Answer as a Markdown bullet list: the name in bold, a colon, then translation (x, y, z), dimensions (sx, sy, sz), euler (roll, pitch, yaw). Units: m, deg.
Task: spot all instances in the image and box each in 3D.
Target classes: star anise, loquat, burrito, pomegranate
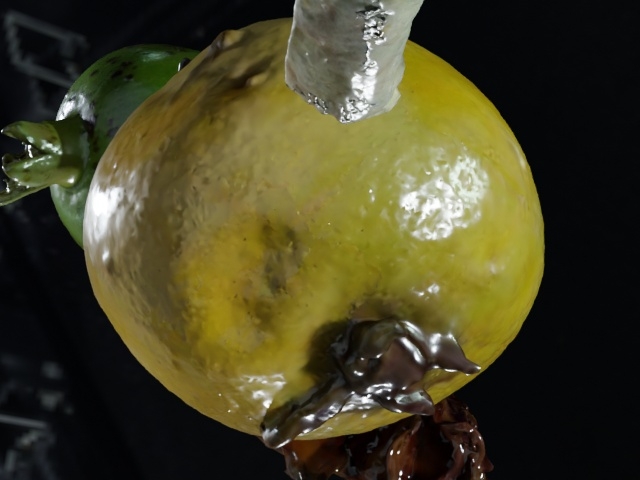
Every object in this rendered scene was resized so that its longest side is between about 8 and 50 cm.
- **star anise**: translation (0.036, 0.087, 1.330), dimensions (0.237, 0.346, 0.148), euler (23, -69, 28)
- **loquat**: translation (0.000, 0.000, 1.011), dimensions (0.244, 0.244, 0.244), euler (-13, -109, 39)
- **burrito**: translation (0.015, -0.098, 0.718), dimensions (0.051, 0.171, 0.042), euler (22, -122, 5)
- **pomegranate**: translation (-0.167, -0.073, 1.693), dimensions (0.211, 0.263, 0.211), euler (-11, -103, 56)
